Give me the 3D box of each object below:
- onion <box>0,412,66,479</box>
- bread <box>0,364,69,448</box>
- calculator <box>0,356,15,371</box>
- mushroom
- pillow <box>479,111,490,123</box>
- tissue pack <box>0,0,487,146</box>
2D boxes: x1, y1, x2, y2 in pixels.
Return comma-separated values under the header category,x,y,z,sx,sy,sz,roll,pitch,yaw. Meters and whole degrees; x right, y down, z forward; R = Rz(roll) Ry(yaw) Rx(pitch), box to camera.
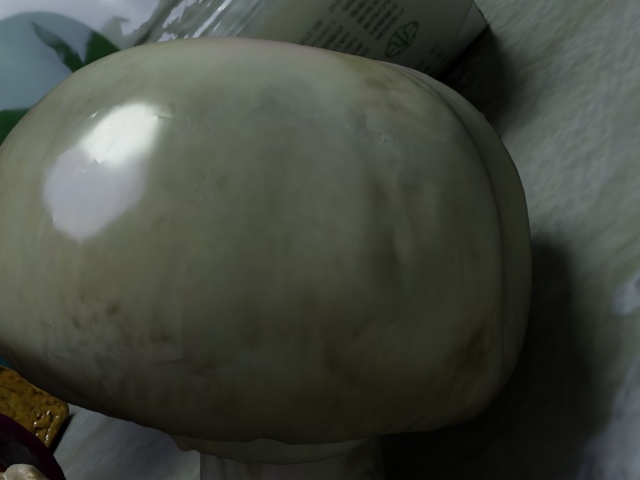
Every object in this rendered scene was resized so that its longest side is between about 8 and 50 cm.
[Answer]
category,x,y,z,sx,sy,sz,roll,pitch,yaw
onion,-0.239,0.181,0.671,0.177,0.177,0.153,-90,18,-60
bread,-0.327,0.177,0.909,0.143,0.149,0.158,-28,29,51
calculator,-0.289,0.024,1.225,0.248,0.058,0.274,-33,27,38
mushroom,-0.025,0.031,0.475,0.254,0.260,0.234,18,105,59
pillow,0.000,0.000,0.692,0.248,0.049,0.135,-46,16,0
tissue pack,-0.088,-0.110,0.733,0.356,0.194,0.266,-46,-23,9
